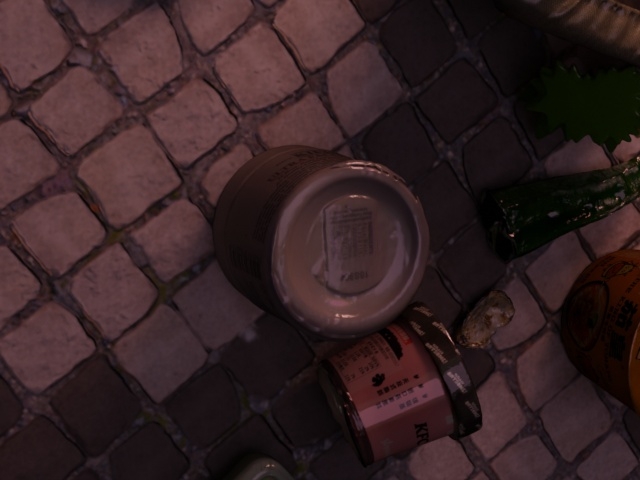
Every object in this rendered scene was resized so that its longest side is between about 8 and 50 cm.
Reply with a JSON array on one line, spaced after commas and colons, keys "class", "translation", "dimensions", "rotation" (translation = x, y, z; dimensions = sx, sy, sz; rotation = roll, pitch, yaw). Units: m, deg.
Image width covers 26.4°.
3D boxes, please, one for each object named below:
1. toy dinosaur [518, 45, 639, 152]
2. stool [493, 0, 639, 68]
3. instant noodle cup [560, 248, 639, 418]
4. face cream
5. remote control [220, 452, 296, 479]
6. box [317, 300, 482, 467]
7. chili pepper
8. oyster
[{"class": "toy dinosaur", "translation": [0.297, -0.194, 1.485], "dimensions": [0.177, 0.152, 0.194], "rotation": [-57, 137, -48]}, {"class": "stool", "translation": [0.330, -0.351, 1.327], "dimensions": [0.310, 0.226, 0.310], "rotation": [14, 64, -25]}, {"class": "instant noodle cup", "translation": [0.387, 0.106, 1.542], "dimensions": [0.216, 0.172, 0.215], "rotation": [-6, 104, -24]}, {"class": "face cream", "translation": [0.000, 0.000, 1.350], "dimensions": [0.177, 0.153, 0.177], "rotation": [-5, 102, -25]}, {"class": "remote control", "translation": [-0.009, 0.371, 1.475], "dimensions": [0.128, 0.065, 0.335], "rotation": [-43, 115, -9]}, {"class": "box", "translation": [0.076, 0.156, 1.427], "dimensions": [0.135, 0.151, 0.151], "rotation": [-23, 110, -10]}, {"class": "chili pepper", "translation": [0.285, -0.053, 1.527], "dimensions": [0.227, 0.059, 0.088], "rotation": [-22, 105, -22]}, {"class": "oyster", "translation": [0.180, 0.090, 1.529], "dimensions": [0.083, 0.019, 0.054], "rotation": [-42, 117, -14]}]
